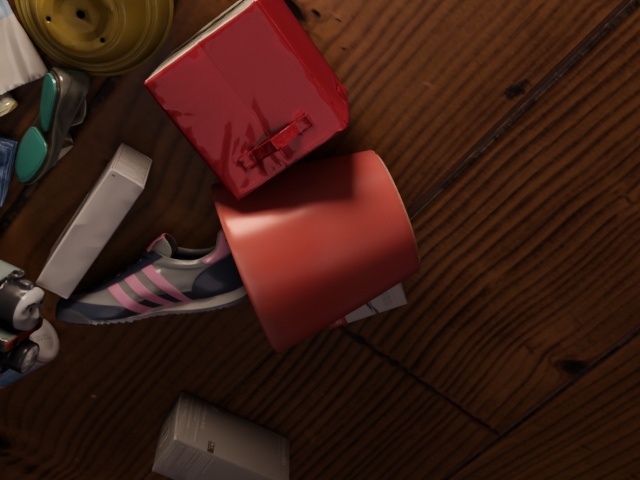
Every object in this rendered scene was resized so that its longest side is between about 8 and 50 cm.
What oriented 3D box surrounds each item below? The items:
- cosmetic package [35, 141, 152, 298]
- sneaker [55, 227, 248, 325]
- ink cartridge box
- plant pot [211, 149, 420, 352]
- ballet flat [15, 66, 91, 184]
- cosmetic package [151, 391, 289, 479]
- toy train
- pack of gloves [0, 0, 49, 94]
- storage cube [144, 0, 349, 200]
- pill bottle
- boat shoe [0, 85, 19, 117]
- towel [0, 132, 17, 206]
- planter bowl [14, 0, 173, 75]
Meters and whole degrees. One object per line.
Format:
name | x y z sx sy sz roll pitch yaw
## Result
cosmetic package | -0.347 -0.028 1.176 0.060 0.099 0.239 32 114 -19
sneaker | -0.278 0.055 1.238 0.319 0.112 0.131 -9 103 0
ink cartridge box | 0.067 0.078 1.255 0.135 0.099 0.056 -19 119 9
plant pot | 0.000 0.000 1.128 0.243 0.275 0.275 -21 119 -2
ballet flat | -0.384 -0.160 1.115 0.068 0.072 0.213 -9 145 -44
cosmetic package | -0.178 0.394 1.413 0.238 0.127 0.107 25 117 -18
toy train | -0.576 0.082 1.174 0.334 0.142 0.190 24 115 8
pack of gloves | -0.504 -0.280 1.006 0.195 0.046 0.232 -28 121 -9
storage cube | -0.089 -0.206 1.024 0.184 0.215 0.193 -32 110 16
pill bottle | -0.533 0.198 1.305 0.160 0.087 0.087 -30 117 14
boat shoe | -0.508 -0.186 1.109 0.135 0.050 0.045 -25 115 0
towel | -0.503 -0.110 1.161 0.067 0.029 0.119 18 118 -12
planter bowl | -0.311 -0.310 1.020 0.217 0.090 0.217 -1 121 -2
